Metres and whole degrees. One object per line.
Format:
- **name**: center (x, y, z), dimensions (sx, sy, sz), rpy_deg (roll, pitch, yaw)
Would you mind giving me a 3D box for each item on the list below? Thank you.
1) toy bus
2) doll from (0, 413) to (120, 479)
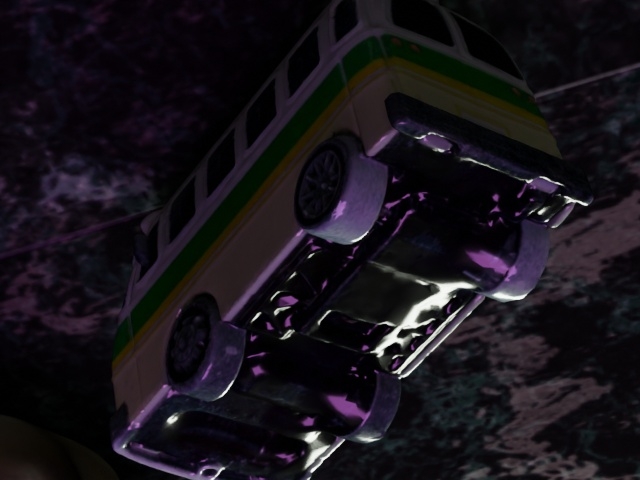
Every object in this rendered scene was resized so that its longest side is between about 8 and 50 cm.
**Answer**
- **toy bus**: center (0.000, 0.000, 1.006), dimensions (0.133, 0.165, 0.276), rpy_deg (20, 129, -31)
- **doll**: center (-0.160, 0.249, 1.194), dimensions (0.226, 0.215, 0.370), rpy_deg (-13, 138, 29)
